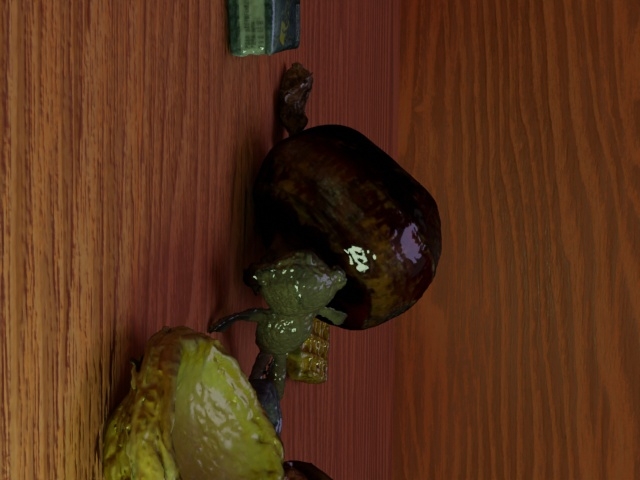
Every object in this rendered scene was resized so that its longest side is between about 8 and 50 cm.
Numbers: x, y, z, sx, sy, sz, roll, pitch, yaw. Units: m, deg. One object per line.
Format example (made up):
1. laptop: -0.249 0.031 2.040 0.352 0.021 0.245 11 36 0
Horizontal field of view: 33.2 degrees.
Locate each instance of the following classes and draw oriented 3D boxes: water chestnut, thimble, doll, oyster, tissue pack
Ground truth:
1. water chestnut: 0.009 -0.004 1.666 0.302 0.350 0.350 -37 143 -22
2. thimble: -0.111 0.265 1.467 0.150 0.098 0.150 1 90 -80
3. doll: -0.048 0.130 1.556 0.091 0.203 0.286 -102 178 -47
4. oyster: -0.044 -0.229 1.849 0.105 0.056 0.177 94 1 -77
5. tissue pack: -0.080 -0.405 1.575 0.185 0.081 0.257 -50 140 -73

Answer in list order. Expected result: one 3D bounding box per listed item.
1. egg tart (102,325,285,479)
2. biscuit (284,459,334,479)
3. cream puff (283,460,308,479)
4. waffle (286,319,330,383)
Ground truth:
1. egg tart: -0.144 0.240 1.148 0.294 0.123 0.294 53 23 -35
2. biscuit: -0.023 0.440 1.749 0.031 0.176 0.228 -21 157 -37
3. cream puff: -0.061 0.453 1.603 0.240 0.164 0.240 -4 90 -80
4. waffle: -0.027 0.183 1.978 0.211 0.055 0.160 39 52 -77
